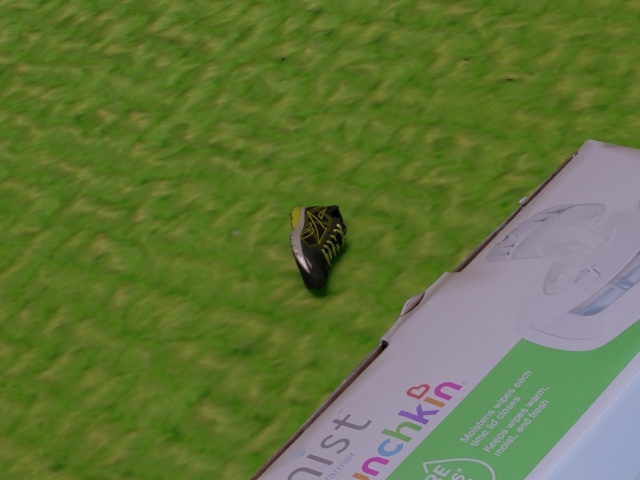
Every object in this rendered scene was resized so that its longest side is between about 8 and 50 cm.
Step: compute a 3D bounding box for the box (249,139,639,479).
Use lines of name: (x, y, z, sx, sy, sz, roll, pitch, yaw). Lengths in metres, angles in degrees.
box: (0.116, 0.125, 0.902, 0.127, 0.231, 0.262, 18, 50, 42)

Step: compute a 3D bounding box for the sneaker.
sneaker: (0.000, 0.000, 1.298, 0.035, 0.031, 0.083, -16, 35, 6)
